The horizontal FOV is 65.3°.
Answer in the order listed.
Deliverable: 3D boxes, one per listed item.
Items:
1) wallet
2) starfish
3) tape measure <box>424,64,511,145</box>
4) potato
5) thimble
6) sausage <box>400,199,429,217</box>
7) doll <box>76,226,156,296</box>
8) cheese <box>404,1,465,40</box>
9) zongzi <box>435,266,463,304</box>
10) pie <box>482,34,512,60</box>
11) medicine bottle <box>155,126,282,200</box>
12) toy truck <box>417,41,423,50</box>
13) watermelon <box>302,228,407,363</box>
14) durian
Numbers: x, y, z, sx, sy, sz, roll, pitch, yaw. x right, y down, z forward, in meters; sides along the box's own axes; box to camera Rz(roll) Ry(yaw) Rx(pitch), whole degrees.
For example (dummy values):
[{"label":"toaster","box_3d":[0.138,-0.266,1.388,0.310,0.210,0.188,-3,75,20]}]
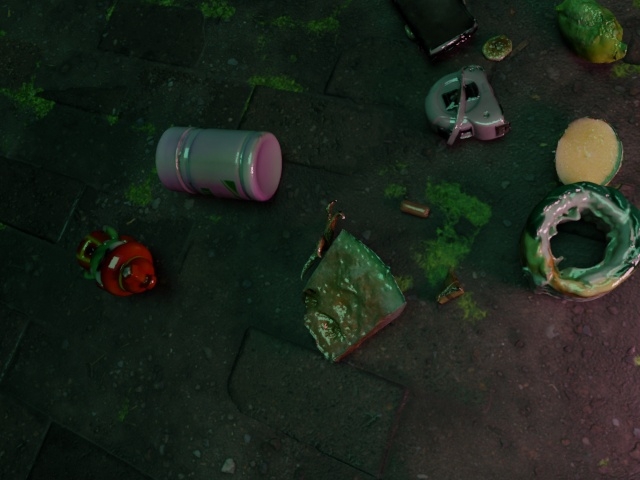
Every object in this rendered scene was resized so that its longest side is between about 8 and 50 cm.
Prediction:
[{"label":"wallet","box_3d":[0.326,-0.701,1.497,0.173,0.045,0.317,-31,68,12]},{"label":"starfish","box_3d":[0.008,0.003,1.374,0.057,0.213,0.237,22,95,0]},{"label":"tape measure","box_3d":[0.391,-0.374,1.393,0.197,0.120,0.235,-18,66,14]},{"label":"potato","box_3d":[0.670,-0.211,1.279,0.164,0.081,0.200,13,82,12]},{"label":"thimble","box_3d":[0.607,0.011,1.188,0.254,0.167,0.288,40,88,24]},{"label":"sausage","box_3d":[0.263,-0.088,1.395,0.083,0.034,0.034,18,81,20]},{"label":"doll","box_3d":[-0.612,0.079,1.543,0.363,0.160,0.182,20,78,40]},{"label":"cheese","box_3d":[0.350,-0.685,1.532,0.194,0.043,0.064,-31,65,7]},{"label":"zongzi","box_3d":[0.326,0.119,1.317,0.076,0.040,0.083,-31,56,14]},{"label":"pie","box_3d":[0.514,-0.562,1.458,0.085,0.020,0.084,-5,73,16]},{"label":"medicine bottle","box_3d":[-0.303,-0.235,1.518,0.326,0.212,0.211,7,77,18]},{"label":"toy truck","box_3d":[0.337,-0.609,1.517,0.084,0.039,0.044,-3,69,18]},{"label":"watermelon","box_3d":[0.080,0.139,1.343,0.302,0.151,0.264,-48,69,19]},{"label":"durian","box_3d":[0.716,-0.553,1.328,0.101,0.139,0.250,-28,68,14]}]
